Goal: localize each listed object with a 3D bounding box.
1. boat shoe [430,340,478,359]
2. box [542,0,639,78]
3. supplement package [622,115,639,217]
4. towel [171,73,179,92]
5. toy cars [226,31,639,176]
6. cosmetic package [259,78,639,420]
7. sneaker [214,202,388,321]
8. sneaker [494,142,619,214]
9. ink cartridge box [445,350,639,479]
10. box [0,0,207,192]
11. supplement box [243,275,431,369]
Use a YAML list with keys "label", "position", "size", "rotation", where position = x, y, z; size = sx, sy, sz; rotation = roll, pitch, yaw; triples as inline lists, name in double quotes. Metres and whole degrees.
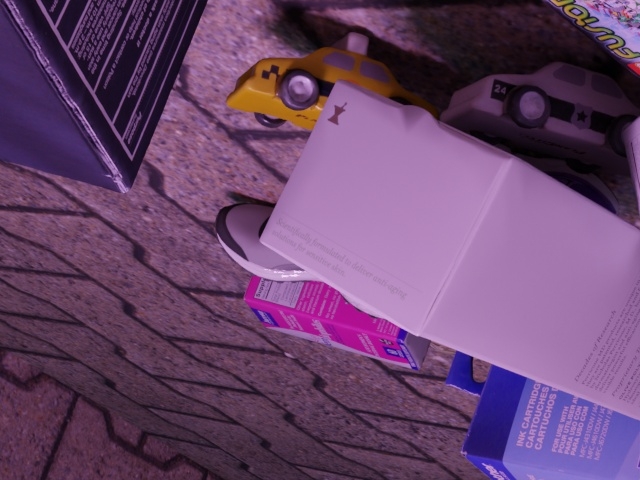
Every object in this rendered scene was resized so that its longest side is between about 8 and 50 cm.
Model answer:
- label: "boat shoe"
  position: [0.180, 0.121, 2.009]
  size: [0.048, 0.056, 0.153]
  rotation: [23, 169, -23]
- label: "box"
  position: [0.219, -0.187, 1.119]
  size: [0.207, 0.036, 0.114]
  rotation: [31, 159, -29]
- label: "supplement package"
  position: [0.335, -0.059, 1.117]
  size: [0.133, 0.139, 0.244]
  rotation: [-7, 169, -11]
- label: "towel"
  position: [-0.326, -0.245, 1.499]
  size: [0.324, 0.056, 0.312]
  rotation: [11, 162, 36]
- label: "toy cars"
  position: [0.111, -0.128, 1.338]
  size: [0.393, 0.087, 0.176]
  rotation: [7, 170, 25]
- label: "cosmetic package"
  position: [0.153, 0.016, 1.272]
  size: [0.365, 0.155, 0.197]
  rotation: [22, -174, -46]
- label: "sneaker"
  position: [0.000, 0.000, 1.822]
  size: [0.271, 0.100, 0.108]
  rotation: [17, 137, 19]
- label: "sneaker"
  position: [0.204, -0.042, 1.492]
  size: [0.169, 0.071, 0.068]
  rotation: [16, 161, 11]
- label: "ink cartridge box"
  position: [0.326, 0.148, 1.585]
  size: [0.395, 0.270, 0.151]
  rotation: [4, 154, 39]
- label: "box"
  position: [-0.187, -0.233, 1.006]
  size: [0.182, 0.296, 0.294]
  rotation: [15, 161, 15]
- label: "supplement box"
  position: [0.032, 0.070, 1.930]
  size: [0.220, 0.114, 0.111]
  rotation: [15, 162, 21]
